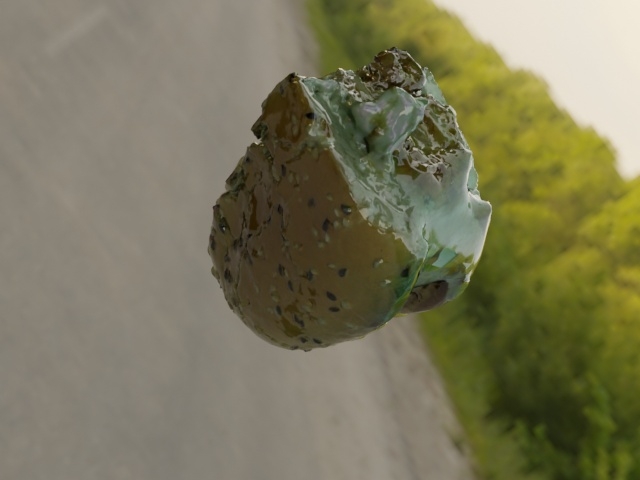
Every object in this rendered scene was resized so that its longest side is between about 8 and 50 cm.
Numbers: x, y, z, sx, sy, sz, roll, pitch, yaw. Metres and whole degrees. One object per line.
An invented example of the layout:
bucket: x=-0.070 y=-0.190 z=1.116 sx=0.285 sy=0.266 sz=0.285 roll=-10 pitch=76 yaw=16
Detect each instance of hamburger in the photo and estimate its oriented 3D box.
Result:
hamburger: x=0.027 y=-0.012 z=1.421 sx=0.192 sy=0.167 sz=0.288 roll=63 pitch=-33 yaw=26

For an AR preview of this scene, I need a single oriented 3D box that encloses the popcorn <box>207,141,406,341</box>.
popcorn: x=0.000 y=0.000 z=1.923 sx=0.259 sy=0.212 sz=0.259 roll=44 pitch=-20 yaw=21
